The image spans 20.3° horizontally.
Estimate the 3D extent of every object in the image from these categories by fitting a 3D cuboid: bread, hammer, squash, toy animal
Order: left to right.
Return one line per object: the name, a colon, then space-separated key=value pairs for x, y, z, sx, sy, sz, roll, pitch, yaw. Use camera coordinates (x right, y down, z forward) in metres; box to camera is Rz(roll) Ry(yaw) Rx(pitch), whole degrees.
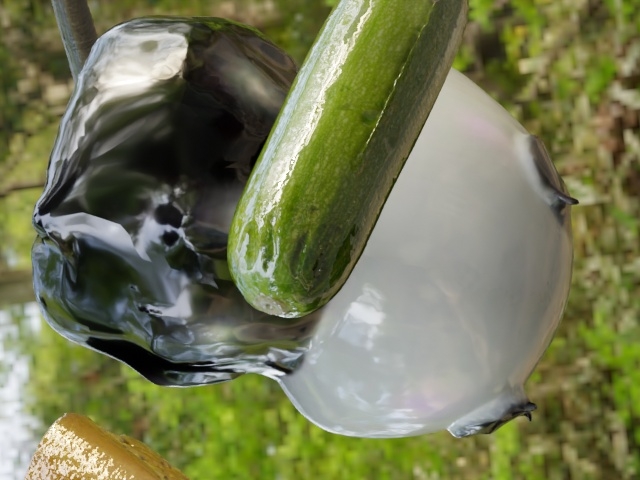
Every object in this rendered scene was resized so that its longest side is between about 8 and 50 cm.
hammer: x=-0.212 y=-0.207 z=1.498 sx=0.027 sy=0.125 sz=0.297 roll=54 pitch=165 yaw=36
bread: x=-0.139 y=0.235 z=1.239 sx=0.160 sy=0.169 sz=0.140 roll=-56 pitch=-36 yaw=0
toy animal: x=0.000 y=0.000 z=1.094 sx=0.251 sy=0.310 sz=0.251 roll=12 pitch=-90 yaw=-85
squash: x=0.016 y=-0.062 z=0.878 sx=0.239 sy=0.069 sz=0.069 roll=-64 pitch=-30 yaw=-32
